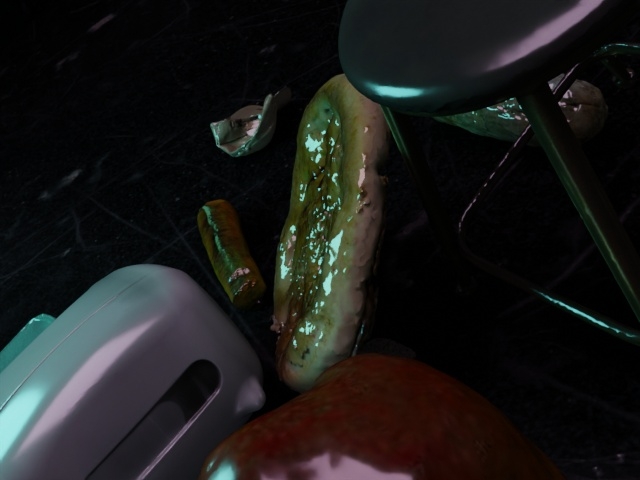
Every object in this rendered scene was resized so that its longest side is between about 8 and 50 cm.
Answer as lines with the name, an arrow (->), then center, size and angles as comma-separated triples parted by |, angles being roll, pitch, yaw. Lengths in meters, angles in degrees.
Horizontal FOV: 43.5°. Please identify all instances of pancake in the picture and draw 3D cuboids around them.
pancake -> 0.001, 0.000, 0.955 | 0.071, 0.382, 0.382 | 10, 35, -13

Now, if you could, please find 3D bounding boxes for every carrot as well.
carrot -> -0.136, 0.017, 1.228 | 0.070, 0.070, 0.260 | -31, 36, -1

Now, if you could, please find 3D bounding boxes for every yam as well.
yam -> 0.262, -0.211, 1.158 | 0.133, 0.133, 0.330 | -42, 39, -16

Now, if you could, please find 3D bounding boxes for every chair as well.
chair -> 0.253, -0.126, 0.747 | 0.364, 0.410, 0.362 | -51, 37, -5

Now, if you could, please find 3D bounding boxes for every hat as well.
hat -> 0.071, 0.148, 0.939 | 0.087, 0.042, 0.058 | -13, 28, -38
hat -> -0.104, -0.225, 1.515 | 0.147, 0.084, 0.175 | -20, 12, 34

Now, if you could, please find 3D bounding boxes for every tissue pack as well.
tissue pack -> -0.229, 0.196, 0.924 | 0.333, 0.229, 0.236 | -48, 32, -22

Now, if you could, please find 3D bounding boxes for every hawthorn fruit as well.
hawthorn fruit -> 0.066, 0.244, 0.602 | 0.325, 0.308, 0.308 | 8, 49, 30

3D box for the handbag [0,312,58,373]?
handbag -> -0.415, 0.244, 1.109 | 0.274, 0.100, 0.269 | -51, 30, -20
